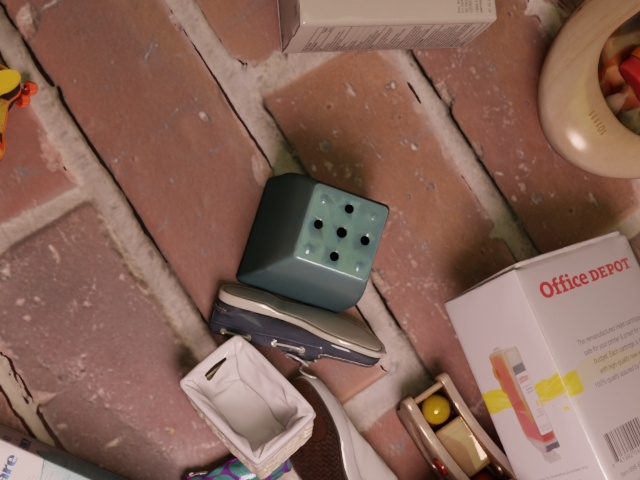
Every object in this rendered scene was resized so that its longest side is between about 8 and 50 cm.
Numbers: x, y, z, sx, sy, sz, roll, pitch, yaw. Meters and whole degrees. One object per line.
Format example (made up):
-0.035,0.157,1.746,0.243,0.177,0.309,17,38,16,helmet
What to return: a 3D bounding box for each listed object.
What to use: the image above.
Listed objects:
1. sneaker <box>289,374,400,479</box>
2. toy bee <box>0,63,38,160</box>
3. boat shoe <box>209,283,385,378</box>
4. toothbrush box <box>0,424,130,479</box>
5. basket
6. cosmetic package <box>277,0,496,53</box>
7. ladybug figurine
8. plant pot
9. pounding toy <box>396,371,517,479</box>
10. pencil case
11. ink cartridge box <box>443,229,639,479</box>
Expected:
0.039,0.328,1.609,0.123,0.106,0.290,-7,69,-57,sneaker
-0.454,-0.192,1.490,0.162,0.195,0.298,10,71,-36,toy bee
-0.035,0.138,1.587,0.254,0.095,0.079,18,104,-3,boat shoe
-0.316,0.360,1.447,0.295,0.216,0.126,28,80,-10,toothbrush box
-0.099,0.235,1.532,0.113,0.103,0.167,-39,65,-20,basket
0.092,-0.360,1.635,0.296,0.153,0.129,-4,85,-15,cosmetic package
0.513,-0.269,1.718,0.449,0.162,0.305,-34,94,-13,ladybug figurine
0.000,0.000,1.540,0.165,0.234,0.166,19,82,-11,plant pot
0.188,0.341,1.597,0.155,0.154,0.269,-33,93,-14,pounding toy
-0.119,0.333,1.572,0.151,0.064,0.070,-27,103,-14,pencil case
0.381,0.208,1.571,0.279,0.160,0.385,-13,78,-41,ink cartridge box
